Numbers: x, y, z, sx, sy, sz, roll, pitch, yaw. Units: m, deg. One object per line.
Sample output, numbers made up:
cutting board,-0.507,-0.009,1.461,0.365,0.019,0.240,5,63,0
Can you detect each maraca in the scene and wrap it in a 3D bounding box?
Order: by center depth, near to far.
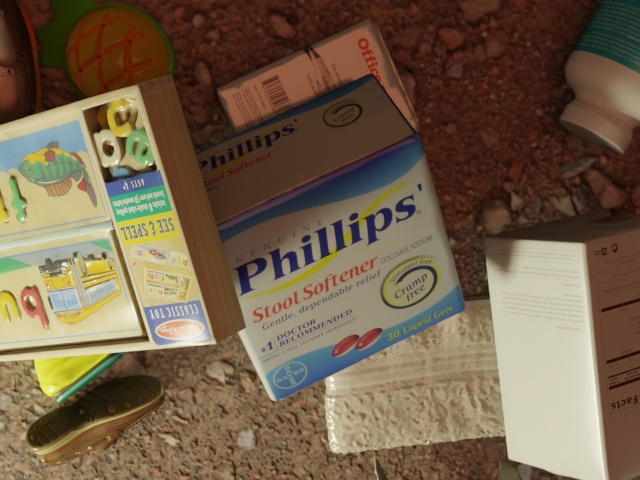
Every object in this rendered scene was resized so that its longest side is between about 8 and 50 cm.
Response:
maraca,-0.254,-0.223,1.385,0.185,0.099,0.127,32,98,13

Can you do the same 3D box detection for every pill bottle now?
pill bottle,0.399,-0.242,1.455,0.146,0.146,0.264,30,91,-11

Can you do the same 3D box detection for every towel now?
towel,0.140,0.172,1.513,0.282,0.049,0.187,-7,97,-8

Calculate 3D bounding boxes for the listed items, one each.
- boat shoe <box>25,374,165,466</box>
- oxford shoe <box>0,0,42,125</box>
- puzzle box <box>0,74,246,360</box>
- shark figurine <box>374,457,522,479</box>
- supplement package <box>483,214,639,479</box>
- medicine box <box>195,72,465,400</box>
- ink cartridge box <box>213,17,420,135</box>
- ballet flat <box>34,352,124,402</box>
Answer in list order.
boat shoe,-0.272,0.224,1.454,0.178,0.064,0.060,-25,130,-4
oxford shoe,-0.418,-0.287,1.329,0.130,0.133,0.364,-23,100,-6
puzzle box,-0.278,-0.006,1.287,0.052,0.409,0.272,-27,103,-49
shark figurine,0.210,0.340,1.536,0.278,0.166,0.116,4,70,8
supplement package,0.336,0.126,1.450,0.175,0.177,0.293,-12,99,-33
medicine box,0.000,0.000,1.359,0.263,0.149,0.289,-25,133,-5
ink cartridge box,-0.005,-0.158,1.432,0.208,0.087,0.153,-25,99,-4
ballet flat,-0.248,0.110,1.437,0.231,0.077,0.077,-31,84,-2
